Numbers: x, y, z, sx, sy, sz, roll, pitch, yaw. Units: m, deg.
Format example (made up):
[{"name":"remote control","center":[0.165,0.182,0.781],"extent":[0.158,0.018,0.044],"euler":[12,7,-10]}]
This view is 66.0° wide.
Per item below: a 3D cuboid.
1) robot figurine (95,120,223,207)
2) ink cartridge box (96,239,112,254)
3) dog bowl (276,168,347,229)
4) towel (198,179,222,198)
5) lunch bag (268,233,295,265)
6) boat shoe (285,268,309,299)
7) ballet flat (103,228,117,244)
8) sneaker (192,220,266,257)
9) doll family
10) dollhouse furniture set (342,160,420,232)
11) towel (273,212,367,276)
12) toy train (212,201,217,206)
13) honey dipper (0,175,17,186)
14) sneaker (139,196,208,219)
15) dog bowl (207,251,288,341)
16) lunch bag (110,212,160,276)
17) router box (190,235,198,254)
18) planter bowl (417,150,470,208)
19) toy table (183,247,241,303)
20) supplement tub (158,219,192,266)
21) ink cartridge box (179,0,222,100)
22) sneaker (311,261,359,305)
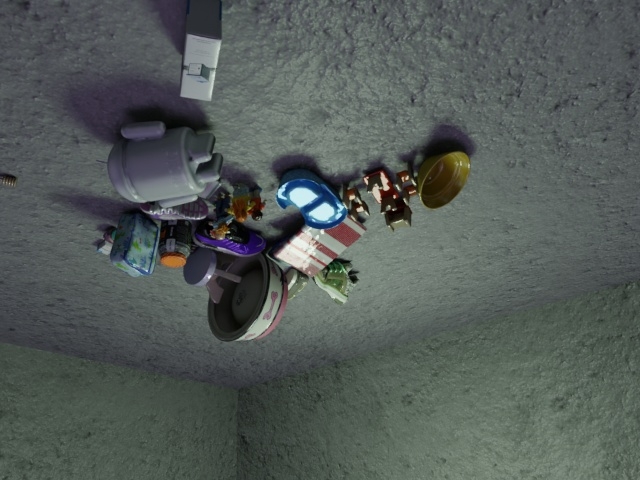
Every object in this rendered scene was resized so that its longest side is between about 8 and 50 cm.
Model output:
[{"name":"robot figurine","center":[-0.476,-0.224,1.473],"extent":[0.353,0.200,0.300],"euler":[-9,130,8]},{"name":"ink cartridge box","center":[-0.877,0.025,2.031],"extent":[0.083,0.028,0.048],"euler":[-27,144,33]},{"name":"dog bowl","center":[-0.031,-0.148,1.759],"extent":[0.166,0.074,0.297],"euler":[-31,135,27]},{"name":"towel","center":[-0.433,-0.200,1.707],"extent":[0.152,0.023,0.113],"euler":[20,140,-32]},{"name":"lunch bag","center":[-0.130,0.052,2.107],"extent":[0.151,0.096,0.129],"euler":[-28,144,18]},{"name":"boat shoe","center":[-0.157,0.243,2.426],"extent":[0.091,0.109,0.305],"euler":[16,141,-22]},{"name":"ballet flat","center":[-0.781,0.018,2.002],"extent":[0.079,0.077,0.221],"euler":[-3,151,37]},{"name":"sneaker","center":[-0.347,-0.018,1.949],"extent":[0.293,0.102,0.146],"euler":[8,147,-21]},{"name":"doll family","center":[-0.316,-0.099,1.731],"extent":[0.263,0.163,0.118],"euler":[-26,140,22]},{"name":"dollhouse furniture set","center":[0.241,-0.159,1.794],"extent":[0.262,0.135,0.259],"euler":[-18,136,22]},{"name":"towel","center":[0.000,0.000,1.992],"extent":[0.329,0.037,0.237],"euler":[-41,133,19]},{"name":"toy train","center":[-0.372,-0.121,1.852],"extent":[0.023,0.017,0.083],"euler":[-10,151,33]},{"name":"honey dipper","center":[-1.077,-0.207,1.599],"extent":[0.160,0.030,0.030],"euler":[13,146,-24]},{"name":"sneaker","center":[-0.524,-0.112,1.785],"extent":[0.236,0.095,0.104],"euler":[6,156,-8]},{"name":"dog bowl","center":[-0.302,0.241,2.100],"extent":[0.408,0.408,0.150],"euler":[-28,142,35]},{"name":"lunch bag","center":[-0.685,0.017,1.851],"extent":[0.090,0.219,0.176],"euler":[-7,150,17]},{"name":"router box","center":[-0.570,0.012,2.038],"extent":[0.122,0.038,0.092],"euler":[17,145,-33]},{"name":"planter bowl","center":[0.394,-0.221,1.665],"extent":[0.217,0.090,0.217],"euler":[-21,135,-23]},{"name":"toy table","center":[-0.452,0.125,2.064],"extent":[0.161,0.252,0.274],"euler":[24,-176,-34]},{"name":"supplement tub","center":[-0.548,-0.003,1.861],"extent":[0.117,0.190,0.117],"euler":[-3,150,-2]},{"name":"ink cartridge box","center":[-0.284,-0.450,1.163],"extent":[0.082,0.140,0.191],"euler":[3,150,-17]},{"name":"sneaker","center":[0.056,0.143,2.302],"extent":[0.182,0.158,0.410],"euler":[-42,141,2]}]
